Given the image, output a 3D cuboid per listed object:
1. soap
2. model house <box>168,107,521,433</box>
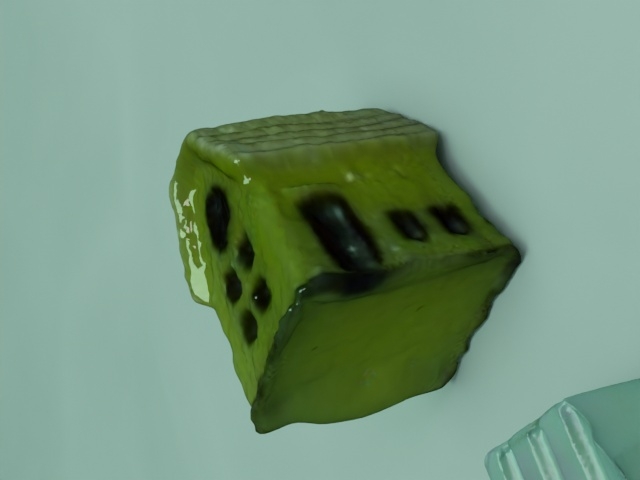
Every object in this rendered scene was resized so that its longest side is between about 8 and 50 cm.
[{"bbox_3d":[0.202,0.206,0.783,0.145,0.091,0.230,-53,53,55],"label":"soap"},{"bbox_3d":[0.000,0.000,0.984,0.234,0.193,0.175,56,144,38],"label":"model house"}]
